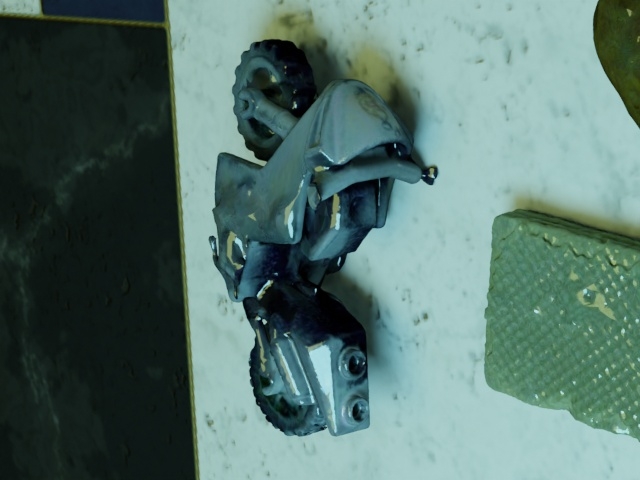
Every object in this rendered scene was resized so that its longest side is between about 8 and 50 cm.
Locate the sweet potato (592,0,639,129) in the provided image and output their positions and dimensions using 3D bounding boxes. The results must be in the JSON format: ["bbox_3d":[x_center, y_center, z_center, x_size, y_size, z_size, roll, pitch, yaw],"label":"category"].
[{"bbox_3d":[0.183,-0.127,0.984,0.075,0.075,0.269,-29,77,45],"label":"sweet potato"}]

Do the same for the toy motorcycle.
[{"bbox_3d":[0.000,0.000,1.178,0.159,0.106,0.270,2,99,50],"label":"toy motorcycle"}]

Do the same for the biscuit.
[{"bbox_3d":[0.184,0.058,1.059,0.199,0.040,0.121,17,111,41],"label":"biscuit"}]
